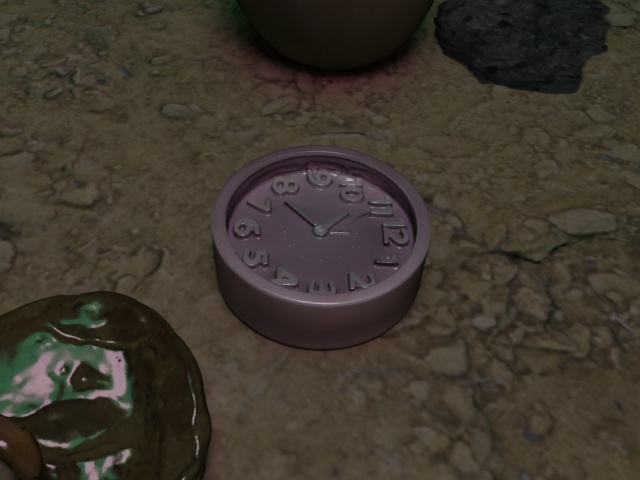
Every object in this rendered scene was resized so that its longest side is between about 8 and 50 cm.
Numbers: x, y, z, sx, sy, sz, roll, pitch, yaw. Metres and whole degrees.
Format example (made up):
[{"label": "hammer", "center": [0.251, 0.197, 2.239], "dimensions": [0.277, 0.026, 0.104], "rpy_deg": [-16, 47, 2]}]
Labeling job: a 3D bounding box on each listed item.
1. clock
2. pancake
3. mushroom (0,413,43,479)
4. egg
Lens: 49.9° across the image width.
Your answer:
[{"label": "clock", "center": [0.000, 0.000, 0.635], "dimensions": [0.197, 0.068, 0.196], "rpy_deg": [2, 48, -3]}, {"label": "pancake", "center": [-0.195, 0.150, 0.505], "dimensions": [0.242, 0.050, 0.241], "rpy_deg": [-1, 55, 2]}, {"label": "mushroom", "center": [-0.253, 0.209, 0.408], "dimensions": [0.116, 0.093, 0.225], "rpy_deg": [16, 57, -4]}, {"label": "egg", "center": [0.013, -0.377, 0.797], "dimensions": [0.279, 0.336, 0.278], "rpy_deg": [-2, 51, 2]}]
